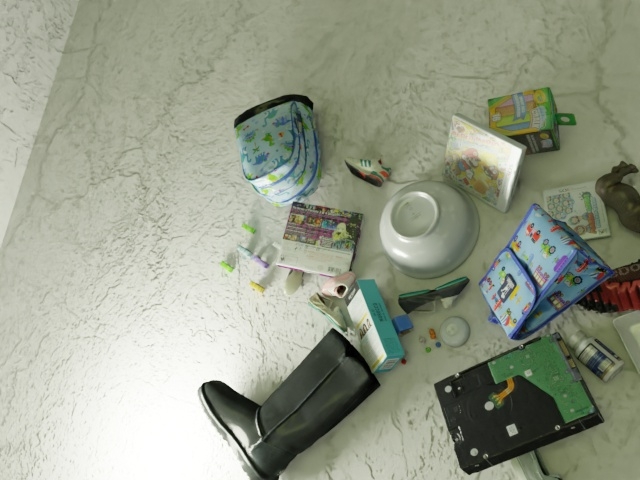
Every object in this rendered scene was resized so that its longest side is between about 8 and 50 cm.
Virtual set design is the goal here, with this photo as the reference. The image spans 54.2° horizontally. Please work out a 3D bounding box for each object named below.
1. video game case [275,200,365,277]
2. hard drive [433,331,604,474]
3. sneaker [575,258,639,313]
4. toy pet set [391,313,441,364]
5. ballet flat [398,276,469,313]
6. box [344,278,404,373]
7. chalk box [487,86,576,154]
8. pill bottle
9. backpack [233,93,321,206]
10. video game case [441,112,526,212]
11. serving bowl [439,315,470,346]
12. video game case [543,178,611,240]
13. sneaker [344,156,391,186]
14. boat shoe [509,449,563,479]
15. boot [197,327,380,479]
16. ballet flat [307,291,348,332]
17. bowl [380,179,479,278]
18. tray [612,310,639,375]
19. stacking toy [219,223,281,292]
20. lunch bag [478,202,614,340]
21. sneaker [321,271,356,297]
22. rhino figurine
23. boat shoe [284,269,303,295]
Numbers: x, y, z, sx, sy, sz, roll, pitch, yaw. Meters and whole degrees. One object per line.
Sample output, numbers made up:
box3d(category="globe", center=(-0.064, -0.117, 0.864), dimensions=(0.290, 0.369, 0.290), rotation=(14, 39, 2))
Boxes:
box3d(category="video game case", center=(0.000, 0.000, 1.907), dimensions=(0.232, 0.042, 0.210), rotation=(10, 77, 15))
box3d(category="hard drive", center=(0.460, 0.385, 1.494), dimensions=(0.339, 0.064, 0.236), rotation=(-30, 43, 17))
box3d(category="sneaker", center=(0.718, 0.106, 1.471), dimensions=(0.276, 0.097, 0.135), rotation=(-2, 30, 50))
box3d(category="toy pet set", center=(0.242, 0.258, 1.695), dimensions=(0.122, 0.065, 0.114), rotation=(-32, 62, 15))
box3d(category="ballet flat", center=(0.313, 0.156, 1.701), dimensions=(0.203, 0.074, 0.074), rotation=(-18, 64, 16))
box3d(category="box", center=(0.145, 0.233, 1.725), dimensions=(0.100, 0.060, 0.244), rotation=(-61, 39, 45))
box3d(category="chalk box", center=(0.573, -0.319, 1.690), dimensions=(0.213, 0.132, 0.132), rotation=(-7, 69, 26))
box3d(category="pill bottle", center=(0.642, 0.269, 1.469), dimensions=(0.067, 0.067, 0.120), rotation=(-48, 56, 6))
box3d(category="backpack", center=(-0.135, -0.282, 2.022), dimensions=(0.290, 0.273, 0.355), rotation=(-18, 76, 15))
box3d(category="video game case", center=(0.436, -0.211, 1.701), dimensions=(0.026, 0.206, 0.227), rotation=(-28, 49, -31))
box3d(category="serving bowl", center=(0.353, 0.240, 1.664), dimensions=(0.083, 0.027, 0.083), rotation=(-11, 67, 27))
box3d(category="video game case", center=(0.659, -0.071, 1.616), dimensions=(0.143, 0.019, 0.157), rotation=(-11, 67, 26))
box3d(category="sneaker", center=(0.150, -0.228, 1.944), dimensions=(0.161, 0.057, 0.075), rotation=(34, 73, 35))
box3d(category="boat shoe", center=(0.511, 0.554, 1.428), dimensions=(0.081, 0.079, 0.227), rotation=(-38, 55, 17))
box3d(category="boot", center=(-0.100, 0.412, 1.776), dimensions=(0.445, 0.146, 0.367), rotation=(-47, 66, 10))
box3d(category="ballet flat", center=(0.029, 0.206, 1.843), dimensions=(0.168, 0.057, 0.052), rotation=(35, 81, 34))
box3d(category="bowl", center=(0.284, -0.051, 1.750), dimensions=(0.298, 0.134, 0.297), rotation=(-10, 68, 25))
box3d(category="tray", center=(0.789, 0.275, 1.408), dimensions=(0.145, 0.030, 0.270), rotation=(-26, 61, 18))
box3d(category="stacking toy", center=(-0.224, 0.052, 2.041), dimensions=(0.221, 0.052, 0.167), rotation=(29, 87, 34))
box3d(category="lunch bag", center=(0.518, 0.097, 1.534), dimensions=(0.293, 0.138, 0.221), rotation=(-53, 27, 21))
box3d(category="sneaker", center=(0.042, 0.142, 1.828), dimensions=(0.134, 0.051, 0.070), rotation=(-32, 16, 39))
box3d(category="rhino figurine", center=(0.772, -0.082, 1.525), dimensions=(0.106, 0.073, 0.243), rotation=(-35, 65, 8))
box3d(category="boat shoe", center=(-0.078, 0.106, 1.947), dimensions=(0.049, 0.043, 0.137), rotation=(20, 82, -8))
